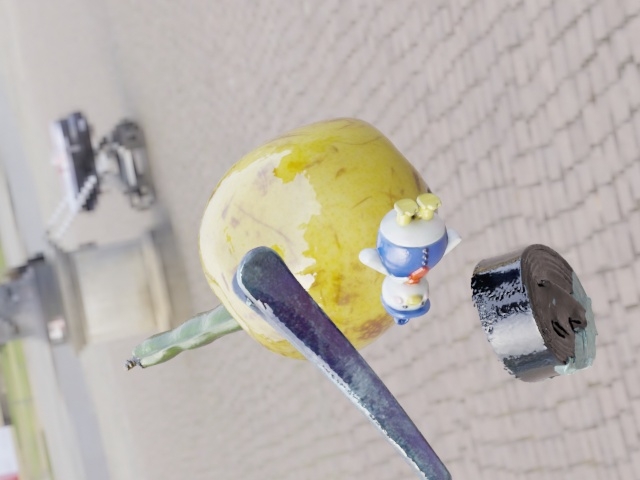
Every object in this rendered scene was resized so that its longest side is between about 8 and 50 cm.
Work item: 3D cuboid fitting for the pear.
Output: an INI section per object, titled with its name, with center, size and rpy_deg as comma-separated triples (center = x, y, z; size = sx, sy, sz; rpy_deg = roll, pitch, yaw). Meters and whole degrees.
[pear]
center = 0.000, 0.000, 1.754
size = 0.281, 0.281, 0.280
rpy_deg = 169, 90, -77

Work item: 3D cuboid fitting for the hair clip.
[hair clip]
center = 0.021, 0.121, 1.385
size = 0.275, 0.048, 0.083
rpy_deg = 49, 163, 4

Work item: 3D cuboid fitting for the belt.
[belt]
center = 0.249, 0.086, 1.769
size = 0.198, 0.078, 0.151
rpy_deg = 24, -127, -54

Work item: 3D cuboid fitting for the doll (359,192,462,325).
[doll]
center = 0.078, 0.020, 1.382
size = 0.057, 0.099, 0.143
rpy_deg = -123, 30, -44

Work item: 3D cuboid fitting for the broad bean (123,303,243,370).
[broad bean]
center = -0.164, 0.122, 2.125
size = 0.065, 0.254, 0.046
rpy_deg = -27, -88, -59
